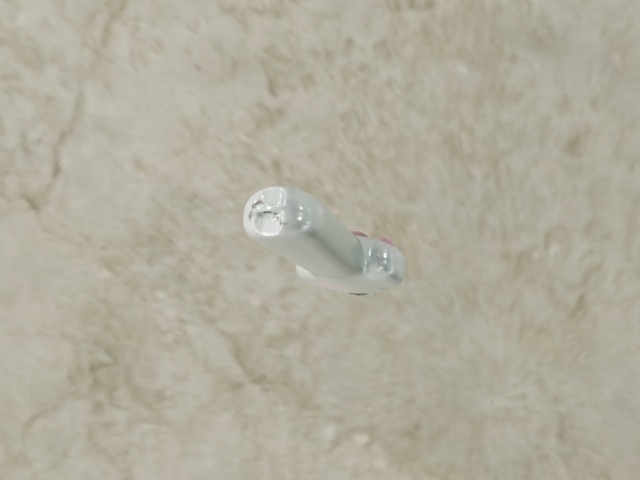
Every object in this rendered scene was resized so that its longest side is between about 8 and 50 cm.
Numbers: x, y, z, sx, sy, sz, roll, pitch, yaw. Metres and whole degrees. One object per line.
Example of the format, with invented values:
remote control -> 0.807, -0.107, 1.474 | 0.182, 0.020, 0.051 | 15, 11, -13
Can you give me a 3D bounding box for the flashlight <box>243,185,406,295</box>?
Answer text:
flashlight -> 0.000, 0.000, 1.081 | 0.093, 0.200, 0.047 | 0, 74, 24
